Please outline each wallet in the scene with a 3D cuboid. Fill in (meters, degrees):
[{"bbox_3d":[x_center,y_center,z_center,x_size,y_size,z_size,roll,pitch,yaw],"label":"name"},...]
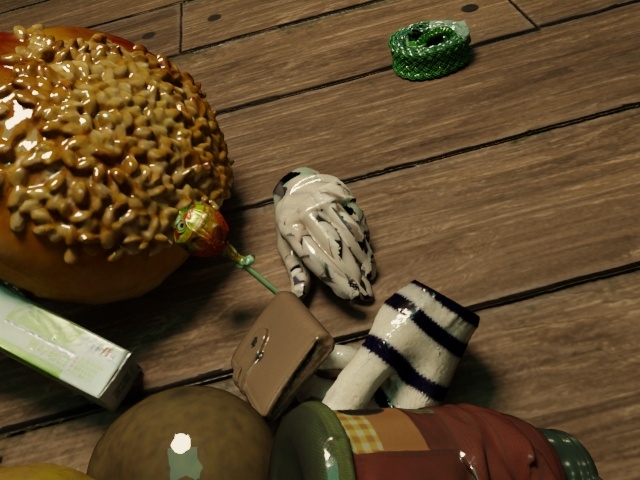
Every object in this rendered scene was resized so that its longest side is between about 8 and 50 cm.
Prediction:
[{"bbox_3d":[-0.049,0.120,0.610,0.118,0.039,0.153,-55,26,-2],"label":"wallet"}]

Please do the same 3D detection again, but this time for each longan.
[{"bbox_3d":[-0.122,0.217,0.508,0.187,0.167,0.167,-1,48,16],"label":"longan"}]

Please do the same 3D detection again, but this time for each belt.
[{"bbox_3d":[0.200,-0.358,1.016,0.151,0.079,0.121,-6,47,9],"label":"belt"}]

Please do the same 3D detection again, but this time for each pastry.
[{"bbox_3d":[-0.297,-0.116,0.727,0.245,0.409,0.409,-38,31,40],"label":"pastry"}]

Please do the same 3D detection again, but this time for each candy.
[{"bbox_3d":[-0.092,0.031,0.670,0.060,0.201,0.060,-39,25,22],"label":"candy"}]

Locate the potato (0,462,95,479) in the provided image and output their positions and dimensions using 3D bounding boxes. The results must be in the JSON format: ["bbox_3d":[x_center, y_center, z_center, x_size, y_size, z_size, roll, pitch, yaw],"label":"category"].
[{"bbox_3d":[-0.207,0.260,0.356,0.229,0.266,0.229,15,37,-12],"label":"potato"}]

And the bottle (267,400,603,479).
[{"bbox_3d":[0.099,0.204,0.454,0.271,0.143,0.156,6,0,-21],"label":"bottle"}]

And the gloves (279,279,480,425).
[{"bbox_3d":[0.061,0.145,0.561,0.218,0.131,0.140,-60,11,2],"label":"gloves"}]

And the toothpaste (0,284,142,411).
[{"bbox_3d":[-0.379,0.095,0.666,0.336,0.081,0.067,25,61,6],"label":"toothpaste"}]

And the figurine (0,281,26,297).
[{"bbox_3d":[-0.516,0.063,0.774,0.271,0.143,0.143,-7,47,11],"label":"figurine"}]

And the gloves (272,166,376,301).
[{"bbox_3d":[0.000,-0.007,0.729,0.127,0.111,0.212,-19,38,-10],"label":"gloves"}]
